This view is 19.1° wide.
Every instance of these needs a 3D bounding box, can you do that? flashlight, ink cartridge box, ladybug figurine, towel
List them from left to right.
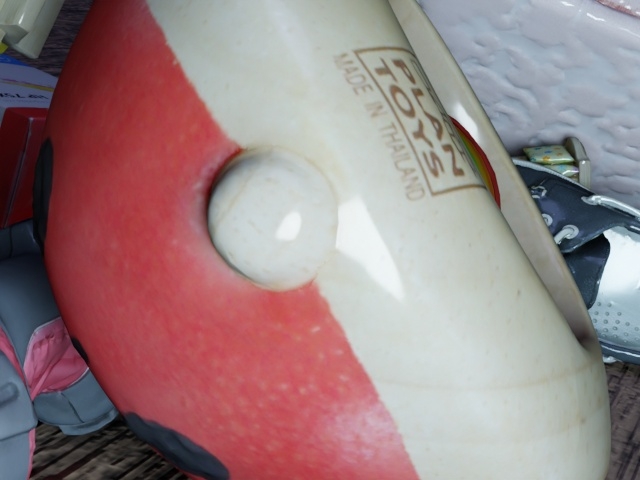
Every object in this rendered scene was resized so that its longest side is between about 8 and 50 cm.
[{"bbox_3d":[-0.126,0.059,0.744,0.103,0.103,0.304,31,8,5],"label":"flashlight"},{"bbox_3d":[-0.193,-0.061,1.234,0.231,0.078,0.134,24,15,34],"label":"ink cartridge box"},{"bbox_3d":[0.000,0.000,0.805,0.305,0.162,0.449,63,9,8],"label":"ladybug figurine"},{"bbox_3d":[0.177,-0.086,1.369,0.317,0.053,0.332,21,-27,-6],"label":"towel"}]

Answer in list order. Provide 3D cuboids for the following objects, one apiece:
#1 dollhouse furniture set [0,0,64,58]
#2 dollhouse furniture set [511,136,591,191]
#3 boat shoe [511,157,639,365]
[{"bbox_3d":[-0.293,-0.056,0.750,0.303,0.286,0.198,32,-17,-38],"label":"dollhouse furniture set"},{"bbox_3d":[0.158,-0.033,1.376,0.182,0.101,0.161,-3,14,-5],"label":"dollhouse furniture set"},{"bbox_3d":[0.176,0.018,1.255,0.302,0.114,0.091,13,6,-8],"label":"boat shoe"}]
